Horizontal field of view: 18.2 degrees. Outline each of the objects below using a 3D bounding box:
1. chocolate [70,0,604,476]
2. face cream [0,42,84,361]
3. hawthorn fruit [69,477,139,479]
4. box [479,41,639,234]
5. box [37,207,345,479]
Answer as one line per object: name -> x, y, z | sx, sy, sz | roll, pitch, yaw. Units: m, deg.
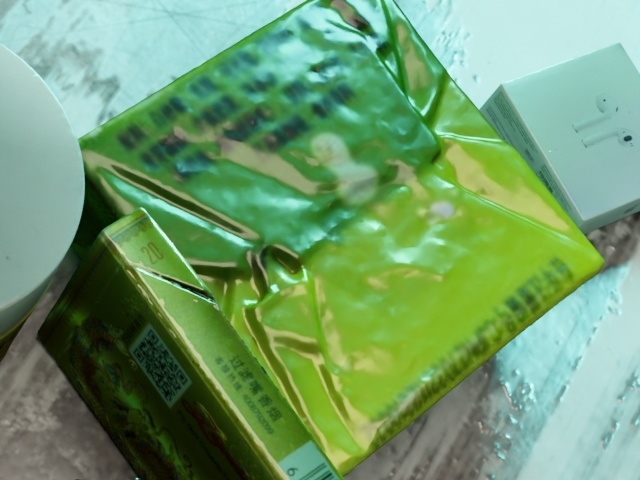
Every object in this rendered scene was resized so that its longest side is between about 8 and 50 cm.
chocolate -> 0.000, 0.000, 1.429 | 0.301, 0.137, 0.289 | -35, 81, -31
face cream -> -0.278, -0.010, 1.287 | 0.218, 0.179, 0.218 | 10, 61, -18
hawthorn fruit -> -0.149, 0.206, 1.246 | 0.149, 0.149, 0.189 | 25, 99, -9
box -> 0.216, -0.079, 1.609 | 0.129, 0.051, 0.130 | -21, 75, -30
box -> -0.063, 0.143, 1.305 | 0.043, 0.173, 0.311 | -32, 80, -32
